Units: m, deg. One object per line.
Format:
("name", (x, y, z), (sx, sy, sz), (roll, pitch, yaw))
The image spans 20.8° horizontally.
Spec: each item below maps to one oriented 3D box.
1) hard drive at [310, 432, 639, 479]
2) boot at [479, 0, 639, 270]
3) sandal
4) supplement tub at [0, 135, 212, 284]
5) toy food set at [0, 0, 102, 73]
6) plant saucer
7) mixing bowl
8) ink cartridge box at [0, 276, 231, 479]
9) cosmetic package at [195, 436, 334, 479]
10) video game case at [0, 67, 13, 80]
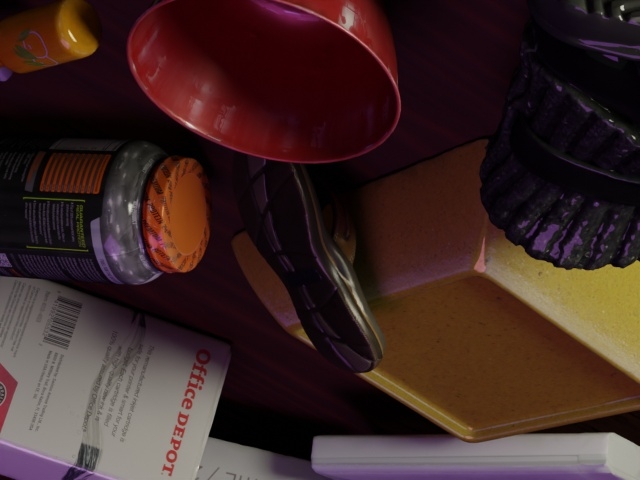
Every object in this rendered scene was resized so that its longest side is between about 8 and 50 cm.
("hard drive", (0.174, 0.223, 1.688), (0.307, 0.040, 0.203), (-5, 160, 31))
("boot", (0.274, -0.065, 1.080), (0.348, 0.131, 0.260), (20, 146, 14))
("sandal", (0.000, 0.000, 1.355), (0.090, 0.060, 0.219), (-12, 111, 52))
("supplement tub", (-0.191, -0.024, 1.395), (0.190, 0.117, 0.117), (4, 149, 21))
("toy food set", (-0.241, -0.208, 1.102), (0.104, 0.111, 0.232), (-10, 142, 38))
("plant saucer", (0.134, 0.070, 1.445), (0.333, 0.081, 0.333), (34, 146, -29))
("mixing bowl", (-0.026, -0.140, 1.132), (0.181, 0.098, 0.181), (12, 151, 7))
("ink cartridge box", (-0.225, 0.150, 1.658), (0.237, 0.172, 0.100), (20, 151, -8))
("cosmetic package", (-0.172, 0.425, 1.849), (0.329, 0.394, 0.327), (13, 160, 3))
("video game case", (-0.328, -0.195, 1.221), (0.183, 0.023, 0.201), (15, 155, 29))
